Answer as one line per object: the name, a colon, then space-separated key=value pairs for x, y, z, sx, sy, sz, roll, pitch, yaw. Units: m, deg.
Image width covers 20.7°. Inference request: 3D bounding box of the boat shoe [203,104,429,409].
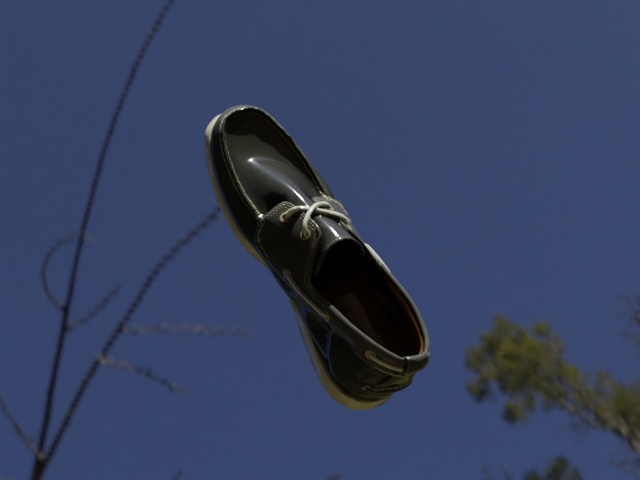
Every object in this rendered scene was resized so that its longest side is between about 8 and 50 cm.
boat shoe: x=0.000 y=0.000 z=1.206 sx=0.084 sy=0.233 sz=0.079 roll=-24 pitch=-12 yaw=-29
